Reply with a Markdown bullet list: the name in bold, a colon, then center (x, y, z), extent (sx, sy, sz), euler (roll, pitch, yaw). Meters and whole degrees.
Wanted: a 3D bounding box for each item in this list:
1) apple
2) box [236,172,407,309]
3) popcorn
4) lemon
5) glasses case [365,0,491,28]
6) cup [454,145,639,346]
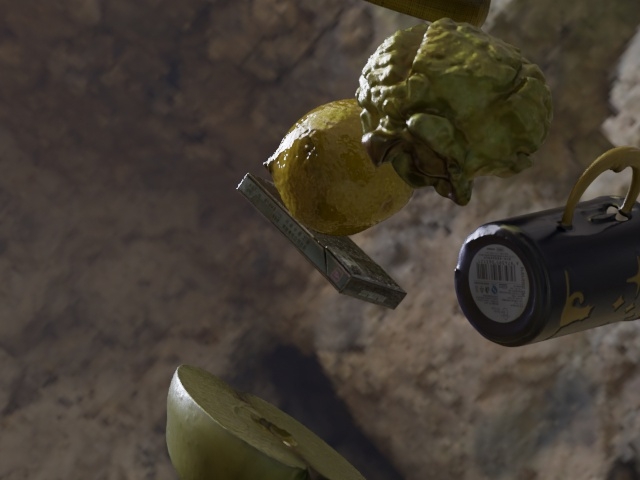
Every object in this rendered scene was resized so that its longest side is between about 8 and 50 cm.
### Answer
- **apple**: center (-0.090, 0.346, 2.368), extent (0.311, 0.320, 0.360), euler (-20, -153, -22)
- **box**: center (0.001, 0.001, 2.609), extent (0.325, 0.047, 0.180), euler (44, -166, 35)
- **popcorn**: center (0.177, -0.180, 1.971), extent (0.270, 0.224, 0.258), euler (-11, -139, -11)
- **lemon**: center (0.050, -0.127, 2.425), extent (0.253, 0.228, 0.228), euler (-27, -114, -20)
- **glasses case**: center (0.132, -0.365, 2.086), extent (0.234, 0.079, 0.064), euler (17, -132, 1)
- **cup**: center (0.314, 0.000, 1.887), extent (0.256, 0.255, 0.178), euler (-9, -167, -42)
